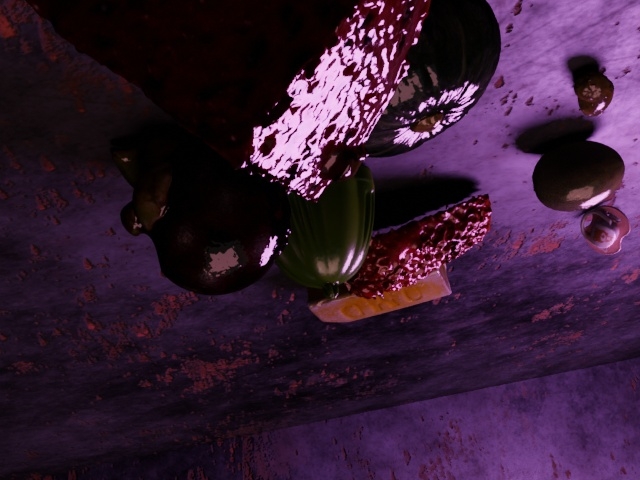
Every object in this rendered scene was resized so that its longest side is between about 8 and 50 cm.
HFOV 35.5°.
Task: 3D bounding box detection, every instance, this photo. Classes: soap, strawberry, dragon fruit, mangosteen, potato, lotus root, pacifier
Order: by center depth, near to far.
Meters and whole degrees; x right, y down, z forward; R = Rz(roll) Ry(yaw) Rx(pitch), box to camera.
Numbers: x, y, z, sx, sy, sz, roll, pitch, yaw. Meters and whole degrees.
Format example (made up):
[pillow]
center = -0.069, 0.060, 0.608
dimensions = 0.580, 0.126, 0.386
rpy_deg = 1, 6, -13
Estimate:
[dragon fruit]
center = -0.006, -0.171, 0.775
dimensions = 0.330, 0.240, 0.302
rpy_deg = -38, 135, 19
[mangosteen]
center = -0.147, -0.039, 1.171
dimensions = 0.230, 0.194, 0.194
rpy_deg = 22, 148, -13
[potato]
center = 0.344, -0.184, 1.250
dimensions = 0.046, 0.045, 0.092
rpy_deg = 18, 169, 27
[lotus root]
center = 0.000, 0.000, 1.350
dimensions = 0.186, 0.186, 0.186
rpy_deg = -11, 159, -4
[strawberry]
center = 0.132, 0.019, 1.502
dimensions = 0.286, 0.106, 0.188
rpy_deg = -18, 179, 1
[pacifier]
center = 0.496, -0.027, 1.723
dimensions = 0.078, 0.081, 0.099
rpy_deg = -38, 154, -39
[soap]
center = 0.100, 0.077, 1.729
dimensions = 0.232, 0.073, 0.140
rpy_deg = -16, 154, 11

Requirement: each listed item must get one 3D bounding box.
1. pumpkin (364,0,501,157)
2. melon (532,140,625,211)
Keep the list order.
[pumpkin]
center = 0.074, -0.173, 0.984
dimensions = 0.211, 0.152, 0.212
rpy_deg = -21, 156, -10
[melon]
center = 0.366, -0.093, 1.421
dimensions = 0.130, 0.098, 0.098
rpy_deg = -20, 158, 7
